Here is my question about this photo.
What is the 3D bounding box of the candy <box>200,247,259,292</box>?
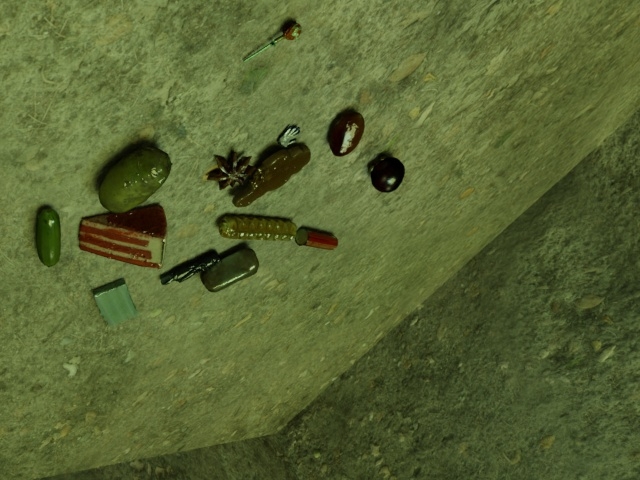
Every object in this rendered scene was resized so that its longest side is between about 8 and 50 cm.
[{"bbox_3d":[-0.353,0.118,2.114,0.234,0.102,0.104,-25,168,-10],"label":"candy"}]

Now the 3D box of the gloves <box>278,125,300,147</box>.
[{"bbox_3d":[-0.101,-0.346,1.790,0.086,0.026,0.064,-49,149,14],"label":"gloves"}]

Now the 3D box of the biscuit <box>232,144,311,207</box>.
[{"bbox_3d":[-0.171,-0.224,1.855,0.320,0.047,0.183,-42,158,7],"label":"biscuit"}]

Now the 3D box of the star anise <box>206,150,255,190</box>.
[{"bbox_3d":[-0.288,-0.223,1.749,0.168,0.057,0.167,-26,150,-17],"label":"star anise"}]

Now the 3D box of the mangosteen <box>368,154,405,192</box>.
[{"bbox_3d":[0.262,-0.269,2.162,0.153,0.152,0.152,-25,149,-16],"label":"mangosteen"}]

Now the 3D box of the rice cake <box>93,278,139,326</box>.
[{"bbox_3d":[-0.745,0.234,1.967,0.127,0.043,0.237,-22,147,-18],"label":"rice cake"}]

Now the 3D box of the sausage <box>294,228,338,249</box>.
[{"bbox_3d":[0.000,0.000,2.334,0.083,0.083,0.264,-48,148,22],"label":"sausage"}]

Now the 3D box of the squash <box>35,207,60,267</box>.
[{"bbox_3d":[-0.790,0.006,1.571,0.066,0.066,0.252,-12,143,-34],"label":"squash"}]

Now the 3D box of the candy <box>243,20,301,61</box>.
[{"bbox_3d":[-0.131,-0.537,1.473,0.185,0.049,0.055,-31,-166,6],"label":"candy"}]

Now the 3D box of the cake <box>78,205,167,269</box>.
[{"bbox_3d":[-0.608,-0.037,1.710,0.262,0.159,0.158,15,133,-10],"label":"cake"}]

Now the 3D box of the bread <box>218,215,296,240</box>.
[{"bbox_3d":[-0.231,-0.043,2.044,0.368,0.077,0.084,3,134,-46],"label":"bread"}]

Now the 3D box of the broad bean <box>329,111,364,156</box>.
[{"bbox_3d":[0.090,-0.374,1.882,0.114,0.084,0.165,-6,134,-33],"label":"broad bean"}]

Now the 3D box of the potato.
[{"bbox_3d":[-0.531,-0.172,1.534,0.251,0.113,0.149,-35,159,17],"label":"potato"}]

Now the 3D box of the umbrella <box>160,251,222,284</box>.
[{"bbox_3d":[-0.488,0.108,2.029,0.236,0.059,0.066,-25,-169,-10],"label":"umbrella"}]
